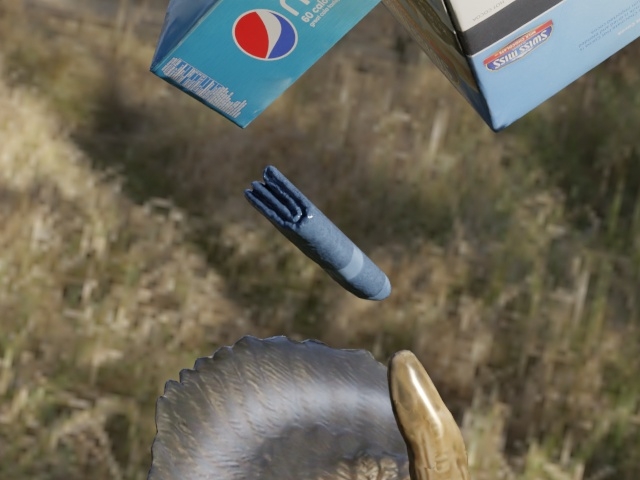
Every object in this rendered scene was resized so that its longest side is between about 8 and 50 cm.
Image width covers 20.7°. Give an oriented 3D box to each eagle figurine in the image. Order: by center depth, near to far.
[{"bbox_3d":[0.028,0.162,0.690,0.225,0.226,0.298,20,-5,-11],"label":"eagle figurine"}]

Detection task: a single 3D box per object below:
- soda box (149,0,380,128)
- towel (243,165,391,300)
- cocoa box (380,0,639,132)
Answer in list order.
[{"bbox_3d":[-0.004,-0.153,0.936,0.067,0.071,0.210,32,-47,-22],"label":"soda box"},{"bbox_3d":[0.000,0.000,1.174,0.067,0.029,0.119,44,0,41],"label":"towel"},{"bbox_3d":[0.216,-0.315,1.585,0.231,0.347,0.228,54,-4,34],"label":"cocoa box"}]
